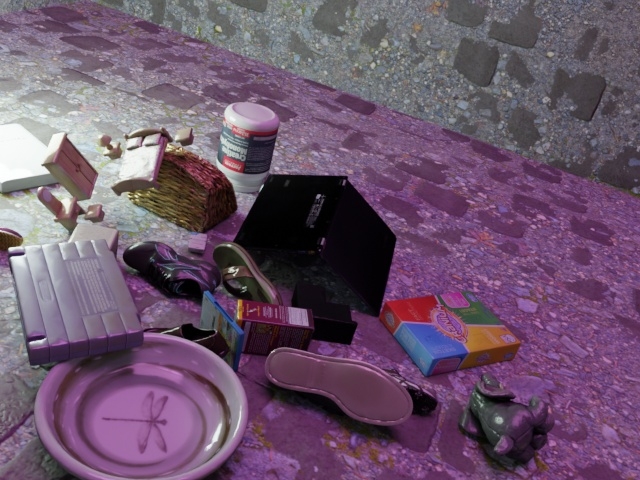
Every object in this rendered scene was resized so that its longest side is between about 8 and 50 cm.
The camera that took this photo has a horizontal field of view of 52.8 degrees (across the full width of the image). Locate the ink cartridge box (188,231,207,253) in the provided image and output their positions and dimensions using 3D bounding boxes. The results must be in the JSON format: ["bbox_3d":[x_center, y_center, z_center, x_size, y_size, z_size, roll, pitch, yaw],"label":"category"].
[{"bbox_3d":[-0.361,0.011,1.888,0.048,0.028,0.083,10,30,-9],"label":"ink cartridge box"}]

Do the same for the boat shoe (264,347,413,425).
[{"bbox_3d":[0.042,0.333,1.473,0.340,0.127,0.113,12,-13,7],"label":"boat shoe"}]

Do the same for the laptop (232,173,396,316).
[{"bbox_3d":[0.000,0.000,1.944,0.407,0.236,0.382,3,38,14],"label":"laptop"}]

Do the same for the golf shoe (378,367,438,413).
[{"bbox_3d":[0.188,0.347,1.546,0.198,0.077,0.094,19,30,4],"label":"golf shoe"}]

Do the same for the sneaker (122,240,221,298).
[{"bbox_3d":[-0.397,0.079,1.690,0.267,0.101,0.106,16,32,1],"label":"sneaker"}]

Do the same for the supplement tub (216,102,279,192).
[{"bbox_3d":[-0.258,-0.325,2.250,0.191,0.272,0.191,12,30,-7],"label":"supplement tub"}]

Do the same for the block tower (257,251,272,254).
[{"bbox_3d":[-0.074,-0.031,2.032,0.335,0.097,0.091,-6,37,-36],"label":"block tower"}]

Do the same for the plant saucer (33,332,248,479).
[{"bbox_3d":[-0.347,0.346,1.271,0.400,0.101,0.400,12,30,-7],"label":"plant saucer"}]

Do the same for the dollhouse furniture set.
[{"bbox_3d":[-0.565,-0.213,1.785,0.355,0.174,0.303,-8,53,16],"label":"dollhouse furniture set"}]

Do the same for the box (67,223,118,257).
[{"bbox_3d":[-0.592,0.070,1.618,0.113,0.094,0.275,11,31,-8],"label":"box"}]

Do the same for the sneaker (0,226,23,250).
[{"bbox_3d":[-0.865,-0.028,1.676,0.185,0.070,0.084,9,36,-13],"label":"sneaker"}]

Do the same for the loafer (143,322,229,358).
[{"bbox_3d":[-0.318,0.221,1.483,0.220,0.078,0.080,2,29,8],"label":"loafer"}]

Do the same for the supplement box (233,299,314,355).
[{"bbox_3d":[-0.119,0.219,1.583,0.188,0.104,0.081,9,31,-13],"label":"supplement box"}]

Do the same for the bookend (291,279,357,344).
[{"bbox_3d":[0.006,0.190,1.722,0.156,0.072,0.157,10,30,-12],"label":"bookend"}]

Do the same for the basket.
[{"bbox_3d":[-0.417,-0.195,2.019,0.299,0.213,0.223,25,32,15],"label":"basket"}]

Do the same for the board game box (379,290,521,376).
[{"bbox_3d":[0.359,0.251,1.796,0.316,0.064,0.242,-4,36,-30],"label":"board game box"}]

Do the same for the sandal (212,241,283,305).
[{"bbox_3d":[-0.210,0.107,1.724,0.086,0.120,0.303,-24,47,-29],"label":"sandal"}]

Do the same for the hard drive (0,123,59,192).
[{"bbox_3d":[-0.977,-0.267,2.041,0.353,0.047,0.233,34,35,29],"label":"hard drive"}]

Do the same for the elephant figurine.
[{"bbox_3d":[0.407,0.400,1.519,0.169,0.186,0.239,-47,43,-9],"label":"elephant figurine"}]

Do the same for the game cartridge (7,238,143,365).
[{"bbox_3d":[-0.538,0.122,1.409,0.230,0.068,0.355,-2,34,-31],"label":"game cartridge"}]

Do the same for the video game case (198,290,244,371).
[{"bbox_3d":[-0.236,0.213,1.523,0.015,0.119,0.166,-14,41,-37],"label":"video game case"}]

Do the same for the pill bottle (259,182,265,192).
[{"bbox_3d":[-0.124,-0.123,2.148,0.103,0.103,0.184,-12,39,-38],"label":"pill bottle"}]
